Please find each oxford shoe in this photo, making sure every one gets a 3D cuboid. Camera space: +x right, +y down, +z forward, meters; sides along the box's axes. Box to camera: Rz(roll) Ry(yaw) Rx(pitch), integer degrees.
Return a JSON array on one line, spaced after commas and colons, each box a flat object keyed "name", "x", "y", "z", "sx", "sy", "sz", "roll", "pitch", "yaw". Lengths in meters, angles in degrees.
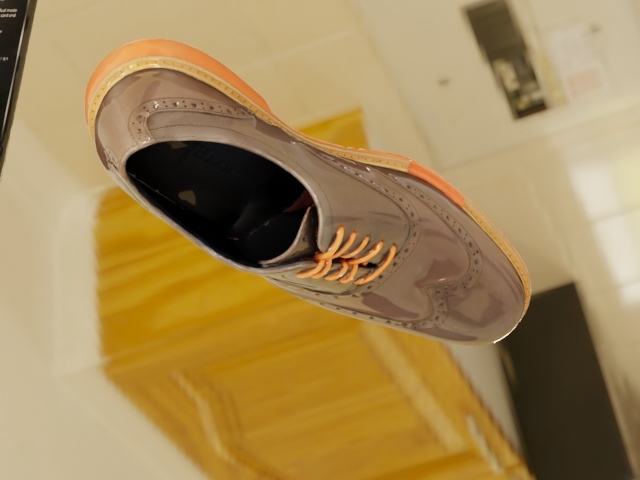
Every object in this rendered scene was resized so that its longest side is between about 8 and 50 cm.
[{"name": "oxford shoe", "x": 0.000, "y": 0.000, "z": 0.875, "sx": 0.271, "sy": 0.097, "sz": 0.098, "roll": 25, "pitch": -157, "yaw": -23}]

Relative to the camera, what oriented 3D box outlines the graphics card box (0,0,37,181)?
[{"name": "graphics card box", "x": -0.254, "y": -0.169, "z": 1.123, "sx": 0.371, "sy": 0.094, "sz": 0.233, "roll": 111, "pitch": 150, "yaw": -44}]
